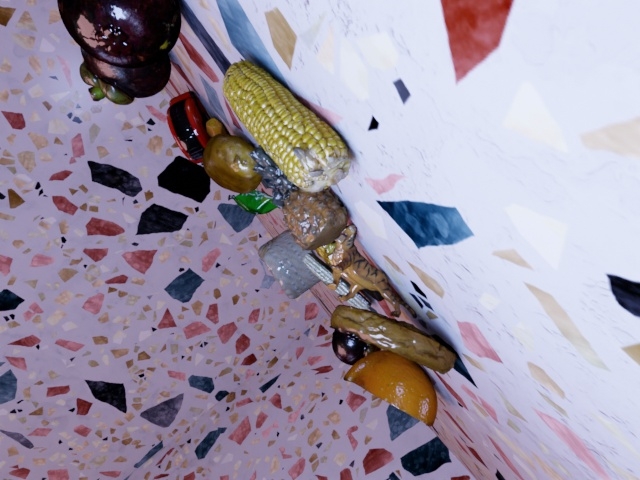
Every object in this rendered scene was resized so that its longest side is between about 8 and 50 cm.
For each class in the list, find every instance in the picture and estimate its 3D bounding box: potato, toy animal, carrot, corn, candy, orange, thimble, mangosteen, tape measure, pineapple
[{"bbox_3d":[-0.276,-0.243,1.402,0.369,0.176,0.195,-167,66,-71],"label":"potato"},{"bbox_3d":[0.109,0.088,0.964,0.255,0.116,0.114,40,149,-13],"label":"toy animal"},{"bbox_3d":[-0.354,-0.348,1.677,0.066,0.066,0.314,48,172,23],"label":"carrot"},{"bbox_3d":[-0.066,-0.183,0.687,0.293,0.106,0.106,48,171,29],"label":"corn"},{"bbox_3d":[-0.227,-0.130,1.556,0.141,0.203,0.078,140,136,-69],"label":"candy"},{"bbox_3d":[0.229,0.489,1.443,0.310,0.274,0.274,-29,102,38],"label":"orange"},{"bbox_3d":[-0.132,0.096,1.910,0.291,0.195,0.291,55,172,12],"label":"thimble"},{"bbox_3d":[0.144,0.397,1.727,0.210,0.210,0.210,50,172,10],"label":"mangosteen"},{"bbox_3d":[-0.670,-0.616,1.486,0.300,0.300,0.300,50,172,10],"label":"mangosteen"},{"bbox_3d":[-0.464,-0.408,1.646,0.260,0.114,0.253,-105,-10,-45],"label":"tape measure"},{"bbox_3d":[-0.400,-0.485,0.895,0.228,0.228,0.265,67,-166,-60],"label":"mangosteen"},{"bbox_3d":[-0.053,-0.099,0.906,0.248,0.128,0.128,54,173,18],"label":"pineapple"}]

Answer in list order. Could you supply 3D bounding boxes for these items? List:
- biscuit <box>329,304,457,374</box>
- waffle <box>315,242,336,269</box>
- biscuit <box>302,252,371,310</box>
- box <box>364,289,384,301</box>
[{"bbox_3d":[0.152,0.203,0.937,0.296,0.075,0.296,22,172,3],"label":"biscuit"},{"bbox_3d":[-0.002,0.001,1.292,0.291,0.051,0.291,52,173,9],"label":"waffle"},{"bbox_3d":[0.050,0.134,1.368,0.252,0.052,0.150,41,-179,7],"label":"biscuit"},{"bbox_3d":[0.113,0.092,1.151,0.125,0.027,0.126,58,172,-20],"label":"box"}]
